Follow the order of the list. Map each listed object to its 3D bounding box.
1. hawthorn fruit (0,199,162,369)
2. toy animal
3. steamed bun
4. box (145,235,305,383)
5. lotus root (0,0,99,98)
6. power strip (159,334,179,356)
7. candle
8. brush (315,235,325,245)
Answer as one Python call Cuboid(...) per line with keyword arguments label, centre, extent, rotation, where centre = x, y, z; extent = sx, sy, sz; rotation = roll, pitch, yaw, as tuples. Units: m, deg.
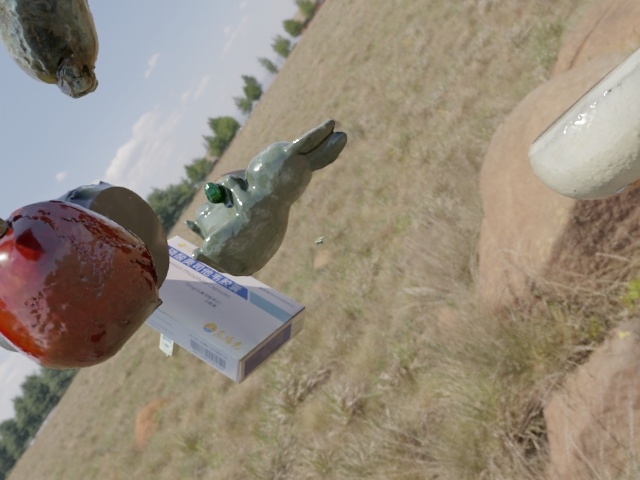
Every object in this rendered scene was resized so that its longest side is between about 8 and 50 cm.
Cuboid(label="hawthorn fruit", centre=(-0.232, 0.033, 0.538), extent=(0.148, 0.172, 0.148), rotation=(-27, 38, 23))
Cuboid(label="toy animal", centre=(-0.067, -0.061, 0.775), extent=(0.236, 0.138, 0.108), rotation=(-46, 39, 2))
Cuboid(label="steamed bun", centre=(0.499, -0.176, 1.014), extent=(0.283, 0.177, 0.283), rotation=(-42, -4, -4))
Cuboid(label="box", centre=(-0.222, 0.118, 1.163), extent=(0.200, 0.344, 0.065), rotation=(-34, -37, -48))
Cuboid(label="lotus root", centre=(-0.510, -0.431, 1.101), extent=(0.175, 0.175, 0.349), rotation=(-71, -15, -46))
Cuboid(label="power strip", centre=(-0.392, 0.245, 1.588), extent=(0.030, 0.048, 0.191), rotation=(-45, -20, -47))
Cuboid(label="candle", centre=(-0.433, 0.058, 0.998), extent=(0.343, 0.221, 0.221), rotation=(-24, 26, 20))
Cuboid(label="brush", centre=(0.000, 0.000, 1.443), extent=(0.016, 0.013, 0.083), rotation=(-14, 7, 8))
